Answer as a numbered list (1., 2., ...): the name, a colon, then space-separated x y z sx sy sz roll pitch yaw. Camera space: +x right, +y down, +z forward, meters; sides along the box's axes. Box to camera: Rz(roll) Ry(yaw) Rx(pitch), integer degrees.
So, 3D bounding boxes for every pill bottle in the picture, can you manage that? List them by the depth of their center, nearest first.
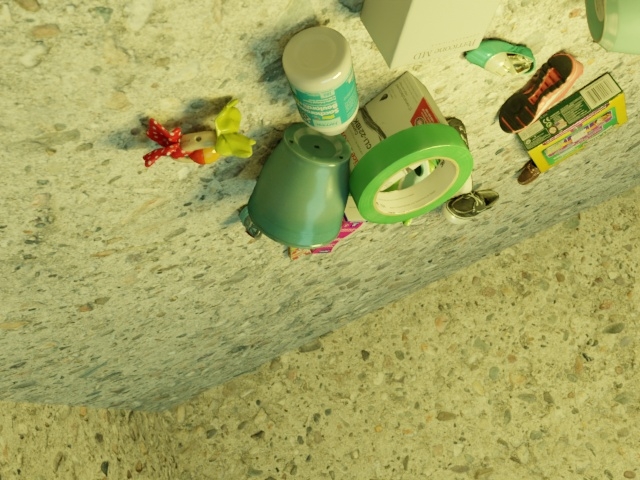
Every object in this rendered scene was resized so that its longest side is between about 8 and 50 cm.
1. pill bottle: 0.010 -0.342 1.304 0.146 0.146 0.264 -25 158 1

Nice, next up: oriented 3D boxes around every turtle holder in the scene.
1. turtle holder: 0.239 -0.188 1.768 0.320 0.243 0.228 12 117 -25

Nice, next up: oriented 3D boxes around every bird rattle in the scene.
1. bird rattle: -0.279 -0.212 1.338 0.253 0.143 0.207 -20 174 -5

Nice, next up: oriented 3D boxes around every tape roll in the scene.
1. tape roll: 0.234 -0.165 1.501 0.321 0.077 0.321 -17 153 -9

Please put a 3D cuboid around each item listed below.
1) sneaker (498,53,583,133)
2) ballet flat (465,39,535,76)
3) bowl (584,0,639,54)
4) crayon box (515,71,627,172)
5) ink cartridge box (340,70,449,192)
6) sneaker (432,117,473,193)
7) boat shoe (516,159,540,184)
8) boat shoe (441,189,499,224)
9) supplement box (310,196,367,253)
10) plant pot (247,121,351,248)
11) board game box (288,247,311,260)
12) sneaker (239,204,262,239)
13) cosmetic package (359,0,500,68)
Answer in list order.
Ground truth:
1. sneaker: 0.709 -0.450 1.840 0.136 0.116 0.314 -8 153 -39
2. ballet flat: 0.503 -0.488 1.570 0.247 0.087 0.083 -9 154 -34
3. bowl: 0.745 -0.582 1.393 0.163 0.312 0.311 -9 162 14
4. crayon box: 0.940 -0.424 2.157 0.362 0.106 0.313 -33 158 21
5. ink cartridge box: 0.192 -0.283 1.562 0.272 0.197 0.114 -36 154 25
6. sneaker: 0.416 -0.259 1.959 0.181 0.158 0.410 -10 156 11
7. boat shoe: 0.902 -0.313 2.423 0.073 0.073 0.207 4 137 -48
8. boat shoe: 0.640 -0.161 2.460 0.335 0.121 0.119 -19 153 -44
9. supplement box: 0.047 -0.055 2.051 0.111 0.114 0.220 -3 152 -44
10. plant pot: -0.036 -0.161 1.545 0.271 0.272 0.255 -11 140 -32
11. board game box: 0.000 0.000 2.235 0.259 0.039 0.124 -23 159 -12
12. sneaker: -0.114 -0.081 1.800 0.261 0.125 0.104 -25 159 0
13. cosmetic package: 0.241 -0.548 1.057 0.230 0.162 0.453 -18 158 -15
